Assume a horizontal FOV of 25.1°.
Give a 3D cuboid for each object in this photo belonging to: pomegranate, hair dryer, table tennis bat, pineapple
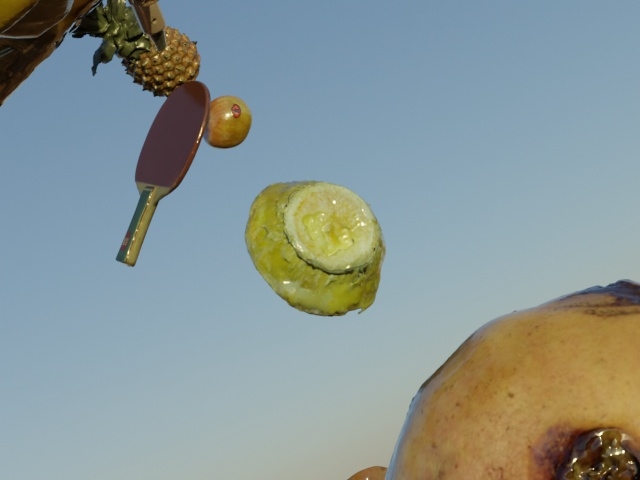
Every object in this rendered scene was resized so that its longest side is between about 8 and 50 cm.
[{"bbox_3d":[0.201,0.180,0.976,0.322,0.322,0.322,-24,-11,-5],"label":"pomegranate"},{"bbox_3d":[-0.243,-0.345,1.872,0.054,0.195,0.220,-30,-24,-5],"label":"hair dryer"},{"bbox_3d":[-0.221,-0.094,1.977,0.021,0.274,0.154,25,-8,-32],"label":"table tennis bat"},{"bbox_3d":[-0.299,-0.315,2.173,0.130,0.119,0.277,-27,-33,29],"label":"pineapple"}]

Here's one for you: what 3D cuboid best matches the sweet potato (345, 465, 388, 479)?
[{"bbox_3d":[0.084,0.430,1.611,0.131,0.336,0.131,-8,-30,-5],"label":"sweet potato"}]

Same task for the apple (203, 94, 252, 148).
[{"bbox_3d":[-0.143,-0.179,2.193,0.071,0.084,0.084,4,-22,-21],"label":"apple"}]

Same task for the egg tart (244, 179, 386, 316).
[{"bbox_3d":[0.000,0.000,1.769,0.197,0.197,0.078,-19,-17,-29],"label":"egg tart"}]

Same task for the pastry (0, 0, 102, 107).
[{"bbox_3d":[-0.343,-0.303,1.483,0.409,0.245,0.409,-43,16,15],"label":"pastry"}]

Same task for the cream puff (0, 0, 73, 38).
[{"bbox_3d":[-0.250,-0.243,0.926,0.323,0.274,0.270,-9,18,-30],"label":"cream puff"}]
